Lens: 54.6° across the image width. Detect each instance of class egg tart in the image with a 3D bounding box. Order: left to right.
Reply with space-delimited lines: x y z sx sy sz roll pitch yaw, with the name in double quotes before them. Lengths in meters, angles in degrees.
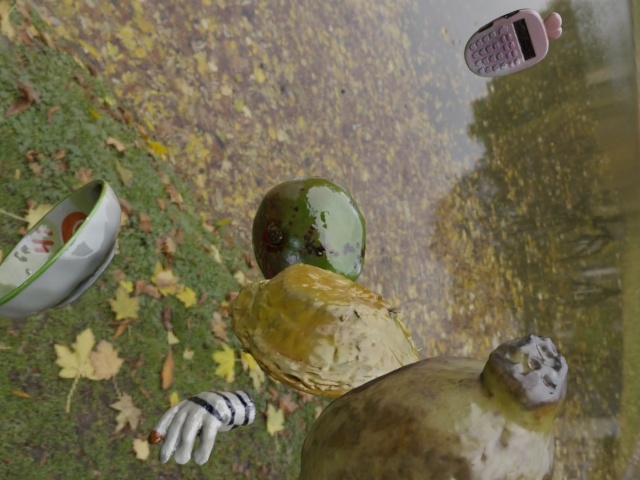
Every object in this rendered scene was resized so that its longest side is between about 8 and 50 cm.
"egg tart" 0.029 0.147 1.049 0.339 0.351 0.153 13 104 -19

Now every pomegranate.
"pomegranate" 0.007 0.004 1.432 0.323 0.290 0.291 15 67 -29

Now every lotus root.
"lotus root" 0.063 0.132 0.366 0.138 0.214 0.139 19 45 -21

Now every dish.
"dish" -0.494 0.036 1.213 0.124 0.324 0.324 48 43 -29

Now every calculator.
"calculator" 0.329 -0.339 1.063 0.103 0.165 0.024 59 24 -30

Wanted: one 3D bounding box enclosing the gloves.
"gloves" -0.259 0.387 1.335 0.218 0.140 0.132 -1 106 -32
